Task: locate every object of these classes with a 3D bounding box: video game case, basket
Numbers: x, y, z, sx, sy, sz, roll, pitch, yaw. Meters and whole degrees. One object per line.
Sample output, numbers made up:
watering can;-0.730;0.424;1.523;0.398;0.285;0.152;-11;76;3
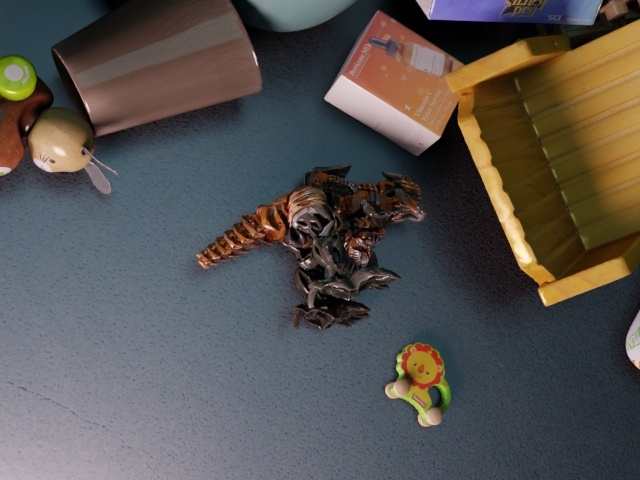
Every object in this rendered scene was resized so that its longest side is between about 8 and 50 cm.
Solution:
video game case;0.253;-0.415;1.291;0.270;0.061;0.244;-3;43;-17
basket;-0.225;-0.240;1.136;0.227;0.154;0.204;-29;80;-16

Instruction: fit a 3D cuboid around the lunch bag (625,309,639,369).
lunch bag;0.639;0.167;1.316;0.303;0.115;0.243;32;73;-6

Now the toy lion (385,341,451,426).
toy lion;0.146;0.199;1.207;0.100;0.034;0.096;42;63;-4

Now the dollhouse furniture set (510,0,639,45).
dollhouse furniture set;0.398;-0.370;1.337;0.182;0.161;0.101;-15;82;-20

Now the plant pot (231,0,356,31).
plant pot;-0.045;-0.426;1.176;0.293;0.235;0.292;5;76;-19

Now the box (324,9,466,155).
box;0.116;-0.231;1.261;0.171;0.091;0.130;30;71;-8

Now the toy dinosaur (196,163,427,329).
toy dinosaur;0.000;0.000;1.171;0.322;0.164;0.218;-20;69;-1

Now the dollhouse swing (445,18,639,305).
dollhouse swing;0.418;-0.143;1.183;0.315;0.305;0.346;-24;92;-57

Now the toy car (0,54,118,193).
toy car;-0.345;-0.116;1.069;0.188;0.155;0.148;32;71;-12

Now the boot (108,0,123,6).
boot;-0.263;-0.466;1.204;0.207;0.094;0.246;51;58;-10
